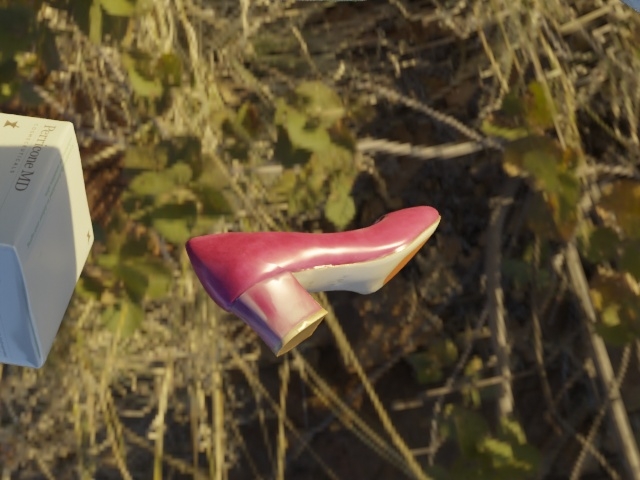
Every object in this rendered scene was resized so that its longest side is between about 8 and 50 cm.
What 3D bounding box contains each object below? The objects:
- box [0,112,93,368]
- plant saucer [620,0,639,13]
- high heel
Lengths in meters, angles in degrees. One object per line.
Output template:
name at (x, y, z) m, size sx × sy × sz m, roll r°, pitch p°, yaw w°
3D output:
box at (-0.184, -0.002, 0.756) m, size 0.087 × 0.101 × 0.102 m, roll 8°, pitch 137°, yaw 6°
plant saucer at (0.242, -0.220, 0.465) m, size 0.400 × 0.101 × 0.400 m, roll 9°, pitch 143°, yaw 7°
high heel at (0.000, 0.000, 1.148) m, size 0.117 × 0.244 × 0.082 m, roll 47°, pitch 141°, yaw 11°
